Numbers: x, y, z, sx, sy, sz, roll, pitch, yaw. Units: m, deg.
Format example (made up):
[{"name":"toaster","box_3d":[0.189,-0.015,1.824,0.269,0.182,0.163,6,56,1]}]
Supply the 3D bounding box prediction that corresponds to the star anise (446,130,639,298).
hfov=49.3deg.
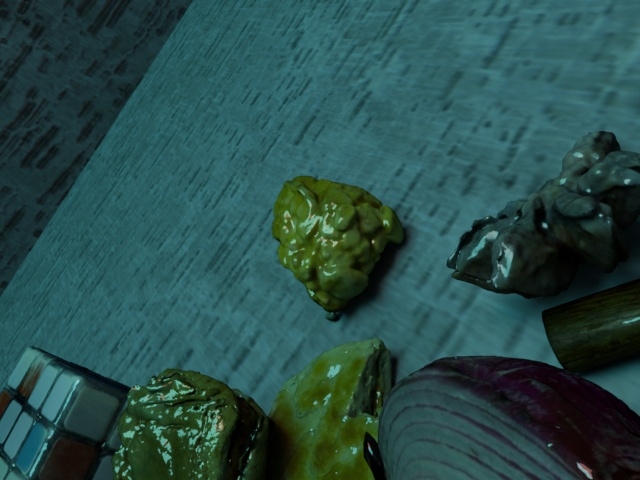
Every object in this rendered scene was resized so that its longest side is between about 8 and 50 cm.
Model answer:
[{"name":"star anise","box_3d":[0.224,-0.023,0.651,0.236,0.093,0.229,-43,6,-20]}]

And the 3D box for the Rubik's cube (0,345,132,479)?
[{"name":"Rubik's cube","box_3d":[-0.304,0.314,0.914,0.256,0.259,0.253,3,65,53]}]

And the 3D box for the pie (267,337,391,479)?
[{"name":"pie","box_3d":[0.019,0.260,0.714,0.337,0.075,0.337,-36,36,32]}]

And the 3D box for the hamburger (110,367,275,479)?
[{"name":"hamburger","box_3d":[-0.133,0.251,0.772,0.183,0.130,0.206,4,81,35]}]

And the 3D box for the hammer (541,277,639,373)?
[{"name":"hammer","box_3d":[0.340,0.022,0.506,0.409,0.095,0.242,-27,43,39]}]

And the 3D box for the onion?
[{"name":"onion","box_3d":[0.176,0.191,0.429,0.348,0.159,0.267,148,112,-64]}]

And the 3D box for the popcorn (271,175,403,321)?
[{"name":"popcorn","box_3d":[0.012,-0.012,0.909,0.163,0.140,0.194,-44,36,26]}]
